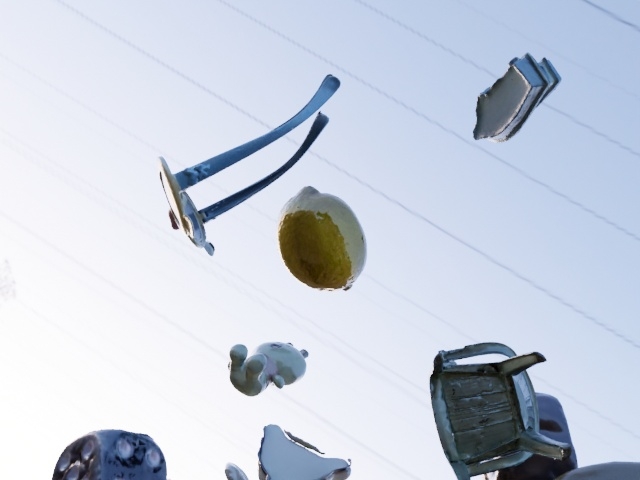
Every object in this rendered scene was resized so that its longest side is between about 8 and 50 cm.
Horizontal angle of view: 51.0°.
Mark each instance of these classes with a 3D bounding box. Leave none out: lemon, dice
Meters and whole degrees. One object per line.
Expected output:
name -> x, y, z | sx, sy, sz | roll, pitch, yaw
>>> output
lemon -> 0.002, 0.004, 1.735 | 0.236, 0.236, 0.263 | 127, -47, -54
dice -> -0.442, 0.510, 1.403 | 0.181, 0.183, 0.182 | -31, -44, 28

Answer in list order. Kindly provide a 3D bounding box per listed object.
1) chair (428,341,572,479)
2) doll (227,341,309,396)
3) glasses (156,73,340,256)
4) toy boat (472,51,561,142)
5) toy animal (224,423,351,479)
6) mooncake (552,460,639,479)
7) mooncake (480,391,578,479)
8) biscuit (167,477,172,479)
chair -> 0.265, 0.254, 1.011 | 0.191, 0.203, 0.274 | -12, -11, 1
doll -> -0.123, 0.295, 1.558 | 0.155, 0.113, 0.275 | 14, 2, 25
glasses -> -0.085, -0.096, 0.719 | 0.088, 0.220, 0.189 | 42, -8, 4
toy boat -> 0.376, -0.266, 1.305 | 0.109, 0.098, 0.238 | 63, -23, 16
toy animal -> -0.064, 0.530, 1.327 | 0.249, 0.174, 0.289 | -2, -75, 36
mooncake -> 0.451, 0.533, 0.871 | 0.467, 0.467, 0.262 | 6, -53, 36
mooncake -> 0.366, 0.417, 1.235 | 0.141, 0.283, 0.283 | 3, -44, 4
biscuit -> -0.300, 0.685, 1.553 | 0.273, 0.049, 0.257 | 41, -23, 55
